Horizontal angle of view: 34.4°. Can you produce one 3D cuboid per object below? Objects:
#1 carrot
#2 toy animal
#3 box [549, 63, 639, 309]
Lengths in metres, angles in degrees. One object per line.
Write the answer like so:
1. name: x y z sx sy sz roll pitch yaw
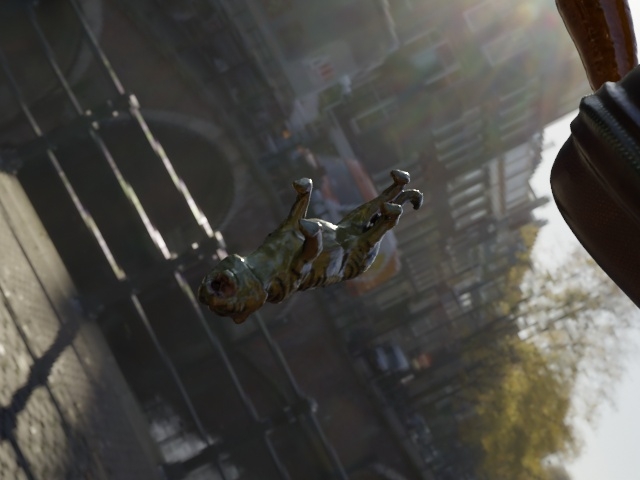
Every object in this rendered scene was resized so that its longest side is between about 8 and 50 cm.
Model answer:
1. carrot: 0.255 -0.142 0.884 0.061 0.061 0.257 56 19 -70
2. toy animal: 0.000 0.000 0.827 0.241 0.099 0.057 -16 55 -48
3. box: 0.279 0.069 0.494 0.263 0.108 0.404 11 35 -54
